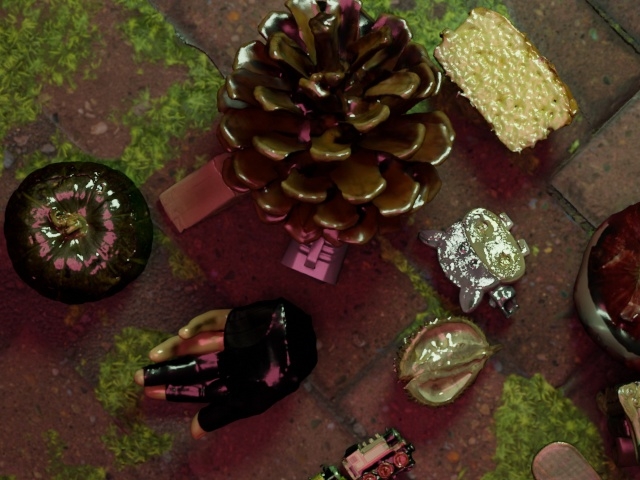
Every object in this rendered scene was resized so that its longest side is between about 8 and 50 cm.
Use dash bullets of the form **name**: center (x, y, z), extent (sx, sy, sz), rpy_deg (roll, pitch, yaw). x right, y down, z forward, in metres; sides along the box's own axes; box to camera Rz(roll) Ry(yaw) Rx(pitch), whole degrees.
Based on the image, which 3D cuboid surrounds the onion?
- **onion**: center (0.528, 0.072, 1.642), extent (0.272, 0.195, 0.272), rpy_deg (-11, 73, 41)

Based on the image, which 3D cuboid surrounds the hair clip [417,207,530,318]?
- **hair clip**: center (0.258, 0.035, 1.707), extent (0.146, 0.056, 0.187), rpy_deg (-28, 80, -7)

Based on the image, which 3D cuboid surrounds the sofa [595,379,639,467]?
- **sofa**: center (0.532, 0.295, 1.611), extent (0.200, 0.258, 0.182), rpy_deg (-7, 79, 4)

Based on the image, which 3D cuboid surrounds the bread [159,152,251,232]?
- **bread**: center (-0.171, -0.085, 1.759), extent (0.152, 0.105, 0.077), rpy_deg (-27, 91, 37)

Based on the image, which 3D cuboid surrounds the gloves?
- **gloves**: center (-0.149, 0.203, 1.710), extent (0.301, 0.152, 0.197), rpy_deg (-11, 71, 11)

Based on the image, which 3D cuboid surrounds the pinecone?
- **pinecone**: center (0.029, -0.191, 1.543), extent (0.384, 0.384, 0.385), rpy_deg (0, 93, 4)

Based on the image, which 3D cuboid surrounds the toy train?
- **toy train**: center (0.039, 0.389, 1.753), extent (0.249, 0.053, 0.085), rpy_deg (-33, 84, 5)

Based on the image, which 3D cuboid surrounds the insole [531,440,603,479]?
- **insole**: center (0.475, 0.461, 1.744), extent (0.119, 0.009, 0.348), rpy_deg (-43, 89, 6)

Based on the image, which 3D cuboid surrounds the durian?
- **durian**: center (0.196, 0.180, 1.713), extent (0.188, 0.091, 0.148), rpy_deg (-10, 100, -10)

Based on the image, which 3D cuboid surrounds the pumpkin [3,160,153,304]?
- **pumpkin**: center (-0.383, -0.012, 1.711), extent (0.238, 0.159, 0.238), rpy_deg (0, 88, 6)

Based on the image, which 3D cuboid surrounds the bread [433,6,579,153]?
- **bread**: center (0.277, -0.238, 1.658), extent (0.143, 0.139, 0.229), rpy_deg (-37, 83, 4)

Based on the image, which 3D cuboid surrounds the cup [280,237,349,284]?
- **cup**: center (0.000, 0.000, 1.699), extent (0.095, 0.128, 0.129), rpy_deg (21, 92, 3)
